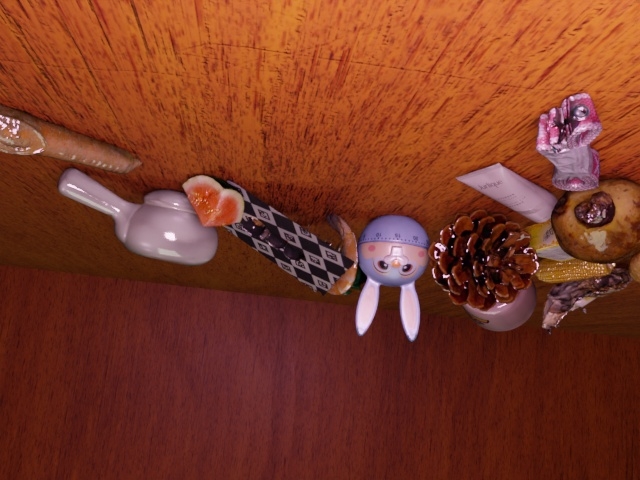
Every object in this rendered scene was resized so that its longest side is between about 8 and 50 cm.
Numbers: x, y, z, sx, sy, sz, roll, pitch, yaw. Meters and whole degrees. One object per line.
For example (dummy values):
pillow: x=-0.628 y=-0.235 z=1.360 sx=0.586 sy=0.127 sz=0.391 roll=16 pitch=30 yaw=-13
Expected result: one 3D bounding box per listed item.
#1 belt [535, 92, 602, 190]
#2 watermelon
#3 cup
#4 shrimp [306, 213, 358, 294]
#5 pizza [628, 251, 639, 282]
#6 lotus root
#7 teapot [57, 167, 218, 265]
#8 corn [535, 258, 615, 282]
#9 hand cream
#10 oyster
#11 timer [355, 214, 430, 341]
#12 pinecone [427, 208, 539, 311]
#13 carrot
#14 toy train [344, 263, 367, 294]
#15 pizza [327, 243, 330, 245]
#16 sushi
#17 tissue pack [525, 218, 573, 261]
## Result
belt: x=0.318 y=-0.114 z=0.748 sx=0.071 sy=0.053 sz=0.232 roll=1 pitch=168 yaw=25
watermelon: x=-0.195 y=-0.062 z=1.123 sx=0.125 sy=0.094 sz=0.135 roll=1 pitch=149 yaw=36
cup: x=0.419 y=0.105 z=1.512 sx=0.253 sy=0.191 sz=0.200 roll=37 pitch=-179 yaw=29
shrimp: x=0.000 y=0.000 z=1.340 sx=0.058 sy=0.169 sz=0.296 roll=1 pitch=-152 yaw=-35
pizza: x=0.790 y=0.038 z=1.131 sx=0.278 sy=0.114 sz=0.409 roll=17 pitch=167 yaw=-25
lotus root: x=0.434 y=-0.030 z=0.900 sx=0.145 sy=0.128 sz=0.260 roll=-24 pitch=165 yaw=27
teapot: x=-0.353 y=-0.041 z=1.203 sx=0.220 sy=0.149 sz=0.318 roll=8 pitch=173 yaw=36
corn: x=0.615 y=0.068 z=1.441 sx=0.067 sy=0.067 sz=0.206 roll=13 pitch=166 yaw=-31
hand cream: x=0.314 y=-0.077 z=0.948 sx=0.186 sy=0.054 sz=0.087 roll=21 pitch=159 yaw=-30
oyster: x=0.657 y=0.127 z=1.478 sx=0.355 sy=0.107 sz=0.201 roll=-9 pitch=154 yaw=-48
timer: x=0.152 y=0.061 z=1.242 sx=0.175 sy=0.255 sz=0.175 roll=6 pitch=145 yaw=4
pinecone: x=0.316 y=0.038 z=1.125 sx=0.208 sy=0.207 sz=0.208 roll=6 pitch=168 yaw=1
carrot: x=-0.426 y=-0.156 z=0.903 sx=0.070 sy=0.070 sz=0.342 roll=-5 pitch=165 yaw=44
toy train: x=0.065 y=0.109 z=1.883 sx=0.228 sy=0.091 sz=0.136 roll=11 pitch=157 yaw=-25
pizza: x=-0.054 y=0.028 z=1.610 sx=0.182 sy=0.062 sz=0.161 roll=8 pitch=167 yaw=-4
sushi: x=-0.070 y=-0.012 z=1.226 sx=0.290 sy=0.050 sz=0.264 roll=35 pitch=156 yaw=2
tissue pack: x=0.491 y=-0.007 z=1.155 sx=0.095 sy=0.062 sz=0.176 roll=11 pitch=168 yaw=-13
